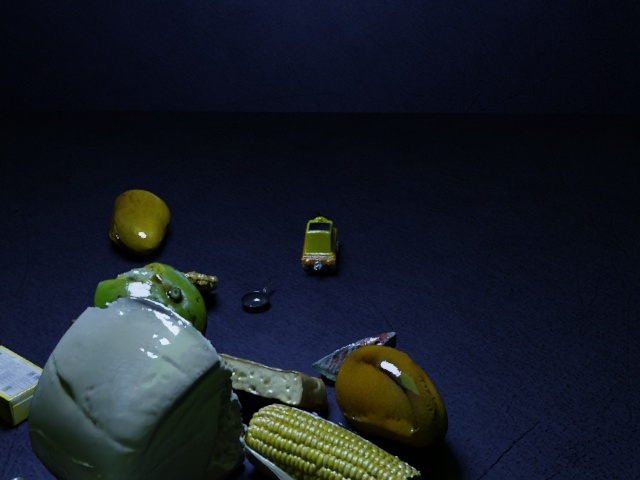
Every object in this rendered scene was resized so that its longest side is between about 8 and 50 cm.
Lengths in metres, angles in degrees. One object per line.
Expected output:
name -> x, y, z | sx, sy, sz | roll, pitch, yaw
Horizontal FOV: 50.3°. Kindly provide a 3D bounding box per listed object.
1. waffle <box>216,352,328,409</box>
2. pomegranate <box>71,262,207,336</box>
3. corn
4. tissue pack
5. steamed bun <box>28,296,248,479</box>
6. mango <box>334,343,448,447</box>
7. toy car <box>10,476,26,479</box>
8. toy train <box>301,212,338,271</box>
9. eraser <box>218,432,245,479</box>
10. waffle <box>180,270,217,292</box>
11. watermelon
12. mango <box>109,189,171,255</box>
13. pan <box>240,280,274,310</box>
waffle -> -0.126, 0.247, 1.241 | 0.274, 0.057, 0.168 | 10, -12, 22
pomegranate -> -0.371, 0.173, 1.356 | 0.301, 0.236, 0.236 | -26, 15, 28
corn -> 0.018, 0.353, 1.067 | 0.305, 0.122, 0.123 | 19, 1, 30
tissue pack -> -0.595, 0.273, 1.296 | 0.176, 0.062, 0.095 | 16, 29, 32
steamed bun -> -0.269, 0.226, 0.978 | 0.290, 0.272, 0.273 | 11, 32, 31
mango -> 0.120, 0.269, 1.167 | 0.136, 0.166, 0.236 | -25, 34, -31
toy car -> -0.351, 0.420, 0.807 | 0.335, 0.226, 0.242 | 17, 32, 29
toy train -> 0.000, 0.000, 1.751 | 0.089, 0.127, 0.219 | 1, 27, 3
eraser -> -0.271, 0.324, 1.157 | 0.278, 0.081, 0.124 | 17, 33, 32
waffle -> -0.327, 0.097, 1.572 | 0.191, 0.038, 0.191 | 1, -10, 0
watermelon -> 0.075, 0.233, 1.334 | 0.180, 0.094, 0.081 | -23, 34, -9
mango -> -0.494, -0.045, 1.863 | 0.167, 0.130, 0.262 | -1, 32, -10
pan -> -0.140, 0.133, 1.602 | 0.068, 0.024, 0.115 | 12, 32, 26
